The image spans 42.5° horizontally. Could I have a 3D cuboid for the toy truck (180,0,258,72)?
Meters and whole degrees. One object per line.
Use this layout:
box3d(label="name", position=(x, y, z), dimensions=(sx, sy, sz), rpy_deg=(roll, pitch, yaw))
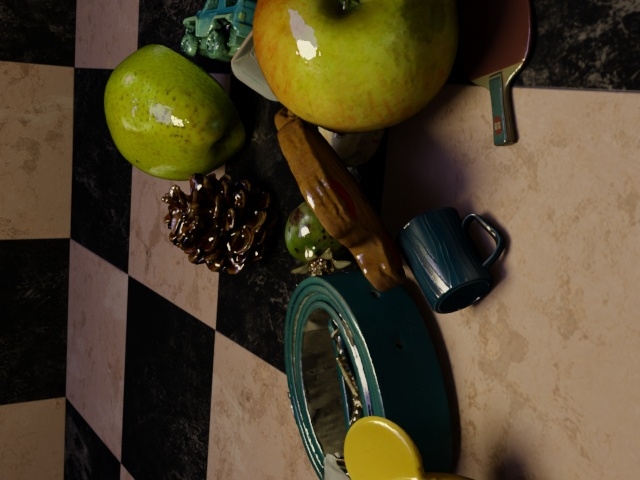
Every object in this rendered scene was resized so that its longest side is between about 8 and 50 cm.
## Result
box3d(label="toy truck", position=(-0.205, -0.477, 1.895), dimensions=(0.279, 0.155, 0.156), rpy_deg=(18, 98, 56))

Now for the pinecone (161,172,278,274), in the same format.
box3d(label="pinecone", position=(-0.231, -0.036, 1.869), dimensions=(0.244, 0.257, 0.243), rpy_deg=(0, 90, 41))

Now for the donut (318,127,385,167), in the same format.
box3d(label="donut", position=(0.061, -0.222, 1.570), dimensions=(0.175, 0.068, 0.174), rpy_deg=(9, 101, 55))

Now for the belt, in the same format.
box3d(label="belt", position=(0.077, 0.269, 1.473), dimensions=(0.300, 0.173, 0.436), rpy_deg=(-28, 69, 56))

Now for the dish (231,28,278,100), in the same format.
box3d(label="dish", position=(-0.091, -0.395, 1.753), dimensions=(0.234, 0.154, 0.064), rpy_deg=(-39, 25, 50))

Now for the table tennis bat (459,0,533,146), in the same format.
box3d(label="table tennis bat", position=(0.274, -0.282, 1.279), dimensions=(0.154, 0.021, 0.274), rpy_deg=(-12, 79, 57))

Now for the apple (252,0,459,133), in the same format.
box3d(label="apple", position=(0.056, -0.336, 1.311), dimensions=(0.340, 0.340, 0.339), rpy_deg=(4, 95, 57))

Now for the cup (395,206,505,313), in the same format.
box3d(label="cup", position=(0.207, 0.025, 1.313), dimensions=(0.150, 0.114, 0.138), rpy_deg=(-57, 48, 44))

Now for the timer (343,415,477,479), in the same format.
box3d(label="timer", position=(0.145, 0.483, 1.210), dimensions=(0.387, 0.376, 0.376), rpy_deg=(37, 123, 32))

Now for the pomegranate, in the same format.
box3d(label="pomegranate", position=(-0.003, -0.006, 1.591), dimensions=(0.169, 0.149, 0.148), rpy_deg=(-85, 10, -63))

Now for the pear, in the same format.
box3d(label="pear", position=(-0.331, -0.271, 1.934), dimensions=(0.318, 0.238, 0.342), rpy_deg=(13, 140, 48))

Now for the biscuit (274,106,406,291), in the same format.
box3d(label="biscuit", position=(0.033, -0.074, 1.389), dimensions=(0.359, 0.074, 0.381), rpy_deg=(54, -174, -6))
